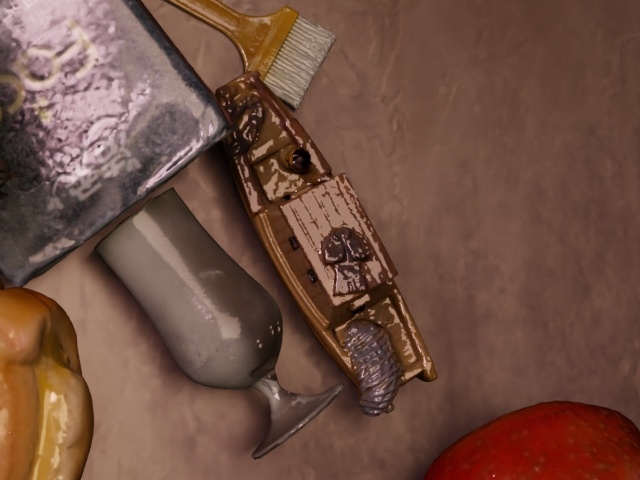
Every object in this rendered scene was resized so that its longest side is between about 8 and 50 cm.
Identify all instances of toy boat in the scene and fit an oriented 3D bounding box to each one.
[{"bbox_3d":[0.000,0.000,1.565,0.089,0.121,0.321,-29,90,-13],"label":"toy boat"}]

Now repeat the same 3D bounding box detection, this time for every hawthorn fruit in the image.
[{"bbox_3d":[0.172,0.243,1.537,0.253,0.205,0.205,-8,84,-13],"label":"hawthorn fruit"}]

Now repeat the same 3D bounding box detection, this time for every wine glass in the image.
[{"bbox_3d":[-0.089,0.068,1.537,0.103,0.103,0.231,-39,90,-18],"label":"wine glass"}]

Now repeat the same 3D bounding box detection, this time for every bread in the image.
[{"bbox_3d":[-0.317,0.166,1.407,0.270,0.211,0.315,18,85,-21],"label":"bread"}]

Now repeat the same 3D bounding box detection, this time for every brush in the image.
[{"bbox_3d":[-0.090,-0.203,1.626,0.205,0.011,0.083,30,75,-9],"label":"brush"}]

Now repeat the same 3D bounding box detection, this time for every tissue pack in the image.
[{"bbox_3d":[-0.252,-0.150,1.494,0.228,0.103,0.315,-38,93,5],"label":"tissue pack"}]

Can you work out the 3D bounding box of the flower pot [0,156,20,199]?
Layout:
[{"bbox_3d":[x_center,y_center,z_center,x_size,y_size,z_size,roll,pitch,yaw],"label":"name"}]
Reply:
[{"bbox_3d":[-0.373,-0.146,1.331,0.290,0.290,0.259,-3,86,-17],"label":"flower pot"}]
